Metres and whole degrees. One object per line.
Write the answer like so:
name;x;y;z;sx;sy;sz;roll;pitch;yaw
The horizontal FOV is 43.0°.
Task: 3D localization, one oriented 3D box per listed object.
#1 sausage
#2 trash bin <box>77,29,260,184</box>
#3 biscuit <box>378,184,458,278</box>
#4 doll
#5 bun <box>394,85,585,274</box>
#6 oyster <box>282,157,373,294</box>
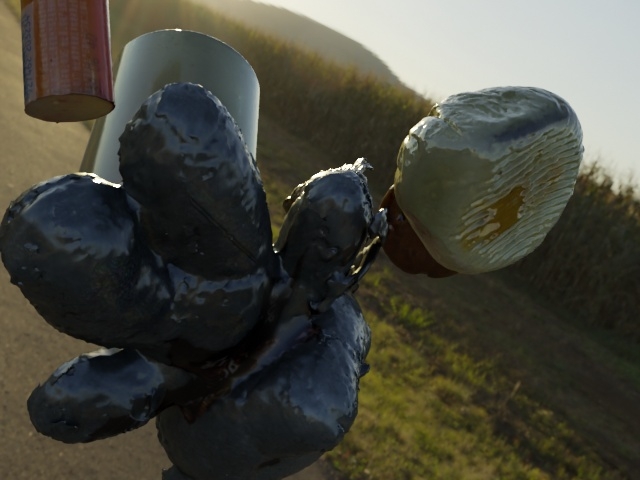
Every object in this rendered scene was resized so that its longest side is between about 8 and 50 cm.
sausage;-0.272;-0.285;0.860;0.093;0.311;0.093;-6;-11;-1
trash bin;-0.226;-0.079;1.207;0.281;0.280;0.431;22;50;-25
biscuit;0.200;-0.028;1.402;0.212;0.212;0.036;24;22;-14
doll;-0.054;0.066;0.509;0.158;0.246;0.340;46;-15;28
bun;0.189;-0.085;0.937;0.244;0.243;0.153;14;23;-51
oyster;-0.002;0.000;1.159;0.115;0.237;0.351;6;-12;-5
